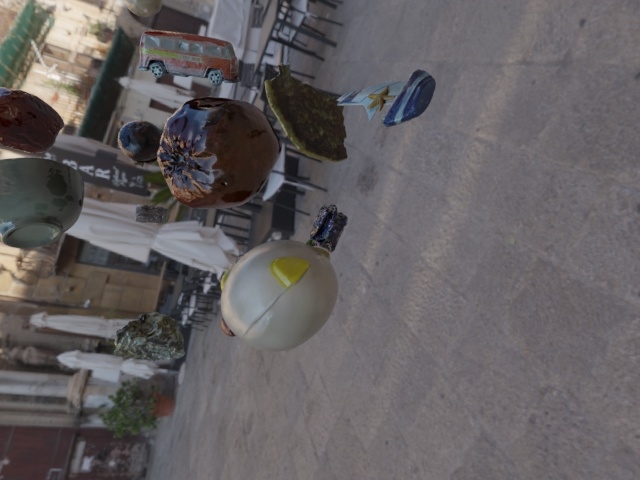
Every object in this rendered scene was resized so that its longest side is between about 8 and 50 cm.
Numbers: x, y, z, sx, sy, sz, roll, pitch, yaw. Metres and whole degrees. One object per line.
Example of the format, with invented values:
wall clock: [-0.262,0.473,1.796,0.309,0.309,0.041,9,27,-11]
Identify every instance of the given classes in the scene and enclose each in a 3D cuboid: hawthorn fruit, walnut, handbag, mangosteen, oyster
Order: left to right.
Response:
walnut: [-1.122,-0.428,1.574,0.244,0.269,0.221,-29,60,13]
mangosteen: [-0.801,-0.427,1.913,0.230,0.195,0.194,104,166,-53]
oyster: [-0.383,0.227,0.973,0.064,0.177,0.124,43,114,37]
hawthorn fruit: [-0.250,-0.226,1.113,0.308,0.325,0.307,19,114,54]
hawthorn fruit: [-0.267,0.257,1.299,0.077,0.077,0.077,-168,90,-70]
handbag: [0.028,-0.050,1.539,0.161,0.113,0.260,-60,6,6]

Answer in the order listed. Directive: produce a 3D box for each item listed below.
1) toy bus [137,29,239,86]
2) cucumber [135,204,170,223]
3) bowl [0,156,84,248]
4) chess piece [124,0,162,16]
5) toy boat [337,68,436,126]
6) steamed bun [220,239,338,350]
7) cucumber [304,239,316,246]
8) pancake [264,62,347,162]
toy bus: [-0.358,-0.508,1.179,0.121,0.266,0.119,-96,13,-62]
cucumber: [-0.574,-0.089,1.449,0.064,0.112,0.064,-174,90,-75]
bowl: [-0.745,-0.070,1.080,0.289,0.290,0.146,-47,62,54]
chess piece: [-0.506,-0.754,1.160,0.143,0.143,0.260,-164,58,-70]
toy boat: [0.166,-0.388,1.167,0.291,0.067,0.220,13,60,43]
steamed bun: [-0.112,0.153,1.223,0.374,0.334,0.333,-29,-43,-74]
cucumber: [0.000,0.000,1.752,0.039,0.168,0.039,40,140,46]
pancake: [-0.049,-0.474,1.622,0.067,0.427,0.304,-9,68,48]
